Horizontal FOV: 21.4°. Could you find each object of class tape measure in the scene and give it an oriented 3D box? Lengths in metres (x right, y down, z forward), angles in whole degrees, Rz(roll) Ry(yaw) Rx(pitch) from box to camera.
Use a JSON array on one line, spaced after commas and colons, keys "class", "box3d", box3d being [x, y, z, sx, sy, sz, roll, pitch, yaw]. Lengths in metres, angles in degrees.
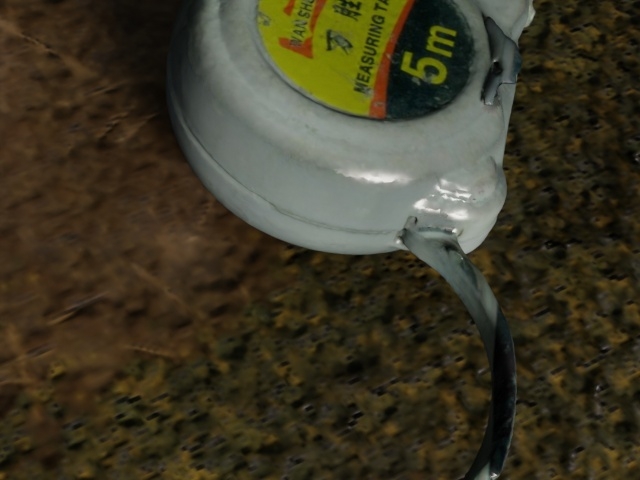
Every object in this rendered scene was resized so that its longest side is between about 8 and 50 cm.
[{"class": "tape measure", "box3d": [0.001, 0.001, 0.650, 0.164, 0.084, 0.330, 13, 51, 2]}]
